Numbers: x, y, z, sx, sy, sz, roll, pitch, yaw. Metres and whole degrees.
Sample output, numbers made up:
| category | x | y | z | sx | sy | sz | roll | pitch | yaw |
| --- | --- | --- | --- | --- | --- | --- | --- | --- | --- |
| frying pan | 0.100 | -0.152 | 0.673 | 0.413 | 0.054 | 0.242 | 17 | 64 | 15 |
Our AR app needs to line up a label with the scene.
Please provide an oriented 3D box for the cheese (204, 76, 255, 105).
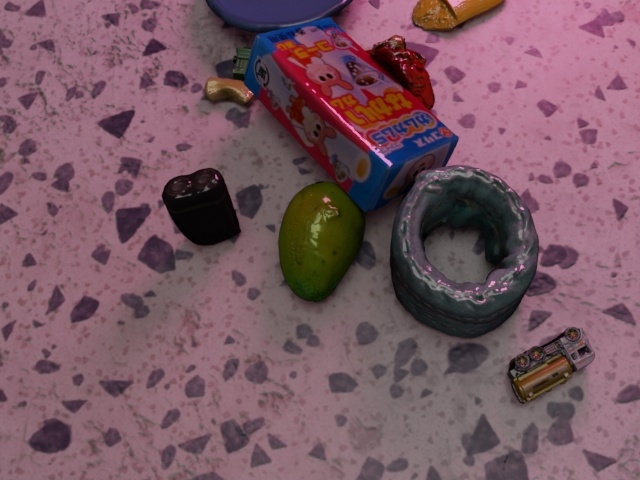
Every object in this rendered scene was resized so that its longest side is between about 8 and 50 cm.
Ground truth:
| category | x | y | z | sx | sy | sz | roll | pitch | yaw |
| --- | --- | --- | --- | --- | --- | --- | --- | --- | --- |
| cheese | -0.147 | -0.240 | 1.246 | 0.083 | 0.030 | 0.044 | 7 | 63 | 1 |

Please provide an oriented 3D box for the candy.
| category | x | y | z | sx | sy | sz | roll | pitch | yaw |
| --- | --- | --- | --- | --- | --- | --- | --- | --- | --- |
| candy | 0.040 | -0.195 | 1.142 | 0.157 | 0.100 | 0.306 | -25 | 64 | -36 |

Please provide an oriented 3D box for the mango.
| category | x | y | z | sx | sy | sz | roll | pitch | yaw |
| --- | --- | --- | --- | --- | --- | --- | --- | --- | --- |
| mango | 0.000 | 0.000 | 1.106 | 0.119 | 0.100 | 0.178 | 12 | 78 | 7 |

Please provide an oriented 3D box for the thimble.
| category | x | y | z | sx | sy | sz | roll | pitch | yaw |
| --- | --- | --- | --- | --- | --- | --- | --- | --- | --- |
| thimble | 0.190 | 0.009 | 1.063 | 0.199 | 0.143 | 0.235 | -18 | 67 | -3 |

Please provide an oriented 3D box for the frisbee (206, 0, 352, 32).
| category | x | y | z | sx | sy | sz | roll | pitch | yaw |
| --- | --- | --- | --- | --- | --- | --- | --- | --- | --- |
| frisbee | -0.056 | -0.443 | 1.300 | 0.290 | 0.049 | 0.289 | -5 | 57 | 7 |

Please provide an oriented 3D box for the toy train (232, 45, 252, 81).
| category | x | y | z | sx | sy | sz | roll | pitch | yaw |
| --- | --- | --- | --- | --- | --- | --- | --- | --- | --- |
| toy train | -0.100 | -0.284 | 1.256 | 0.093 | 0.038 | 0.056 | 10 | 76 | 8 |

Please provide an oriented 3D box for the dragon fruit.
| category | x | y | z | sx | sy | sz | roll | pitch | yaw |
| --- | --- | --- | --- | --- | --- | --- | --- | --- | --- |
| dragon fruit | 0.132 | -0.267 | 1.193 | 0.083 | 0.106 | 0.162 | -34 | 69 | -11 |

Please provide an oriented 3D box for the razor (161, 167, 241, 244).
| category | x | y | z | sx | sy | sz | roll | pitch | yaw |
| --- | --- | --- | --- | --- | --- | --- | --- | --- | --- |
| razor | -0.169 | -0.042 | 1.110 | 0.090 | 0.148 | 0.054 | -15 | 61 | 0 |

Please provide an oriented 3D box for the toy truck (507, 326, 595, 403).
| category | x | y | z | sx | sy | sz | roll | pitch | yaw |
| --- | --- | --- | --- | --- | --- | --- | --- | --- | --- |
| toy truck | 0.310 | 0.168 | 1.039 | 0.123 | 0.052 | 0.062 | -27 | 74 | -4 |

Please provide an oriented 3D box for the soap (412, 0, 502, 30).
| category | x | y | z | sx | sy | sz | roll | pitch | yaw |
| --- | --- | --- | --- | --- | --- | --- | --- | --- | --- |
| soap | 0.235 | -0.400 | 1.274 | 0.168 | 0.033 | 0.089 | -35 | 68 | -8 |
